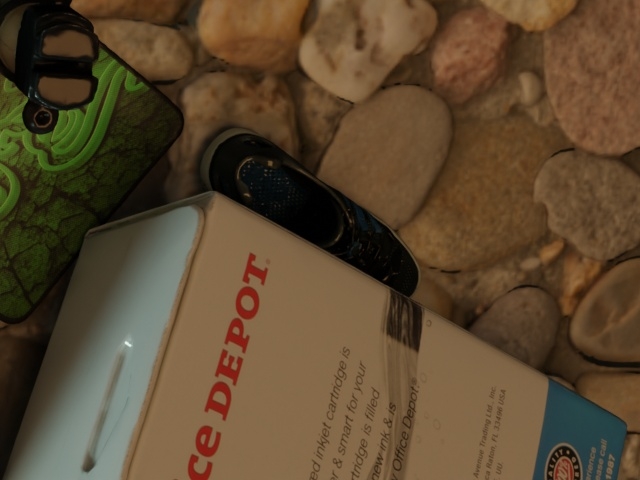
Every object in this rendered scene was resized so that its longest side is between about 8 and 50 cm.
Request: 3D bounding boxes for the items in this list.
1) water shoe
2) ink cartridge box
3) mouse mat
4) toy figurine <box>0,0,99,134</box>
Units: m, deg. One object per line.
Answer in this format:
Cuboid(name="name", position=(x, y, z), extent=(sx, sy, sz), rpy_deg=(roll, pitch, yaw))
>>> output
Cuboid(name="water shoe", position=(0.000, 0.000, 1.291), extent=(0.203, 0.080, 0.073), rpy_deg=(34, 92, -30))
Cuboid(name="ink cartridge box", position=(-0.004, 0.184, 1.242), extent=(0.395, 0.166, 0.286), rpy_deg=(30, 64, -31))
Cuboid(name="mouse mat", position=(-0.197, -0.052, 1.225), extent=(0.152, 0.007, 0.190), rpy_deg=(40, 88, -30))
Cuboid(name="toy figurine", position=(-0.254, -0.119, 1.098), extent=(0.213, 0.148, 0.209), rpy_deg=(-43, 112, -3))
